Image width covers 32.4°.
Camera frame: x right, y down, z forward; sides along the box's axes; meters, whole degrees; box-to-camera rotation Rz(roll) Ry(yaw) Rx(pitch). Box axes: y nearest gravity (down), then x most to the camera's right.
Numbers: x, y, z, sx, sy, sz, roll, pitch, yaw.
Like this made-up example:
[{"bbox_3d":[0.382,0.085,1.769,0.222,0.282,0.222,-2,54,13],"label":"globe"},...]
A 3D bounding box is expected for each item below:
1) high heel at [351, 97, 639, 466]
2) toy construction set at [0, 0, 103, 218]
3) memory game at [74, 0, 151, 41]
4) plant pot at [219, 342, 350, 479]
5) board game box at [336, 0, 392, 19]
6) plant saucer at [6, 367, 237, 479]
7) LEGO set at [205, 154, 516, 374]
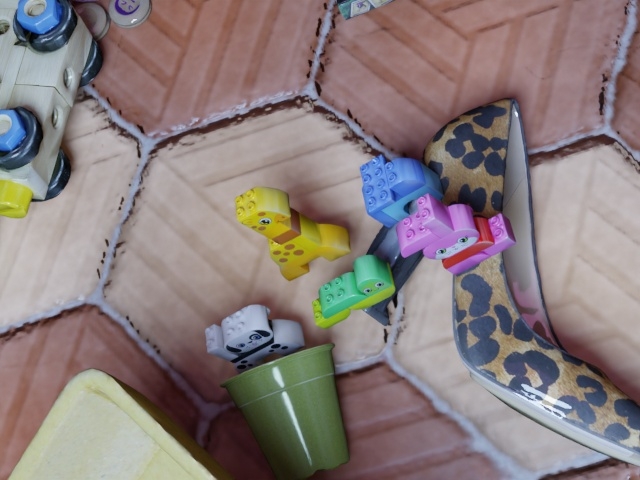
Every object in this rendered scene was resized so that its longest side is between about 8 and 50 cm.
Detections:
[{"bbox_3d":[0.155,0.019,0.728,0.261,0.093,0.186,32,86,29],"label":"high heel"},{"bbox_3d":[-0.298,-0.114,0.853,0.215,0.151,0.328,5,83,14],"label":"toy construction set"},{"bbox_3d":[-0.197,-0.251,0.944,0.186,0.012,0.186,-4,70,10],"label":"memory game"},{"bbox_3d":[-0.017,0.121,0.746,0.083,0.083,0.079,-20,81,4],"label":"plant pot"},{"bbox_3d":[0.115,-0.283,0.883,0.259,0.030,0.136,-21,66,4],"label":"board game box"},{"bbox_3d":[-0.070,0.281,0.620,0.332,0.081,0.333,40,114,12],"label":"plant saucer"},{"bbox_3d":[0.000,0.000,0.730,0.227,0.093,0.087,-30,53,27],"label":"LEGO set"}]
